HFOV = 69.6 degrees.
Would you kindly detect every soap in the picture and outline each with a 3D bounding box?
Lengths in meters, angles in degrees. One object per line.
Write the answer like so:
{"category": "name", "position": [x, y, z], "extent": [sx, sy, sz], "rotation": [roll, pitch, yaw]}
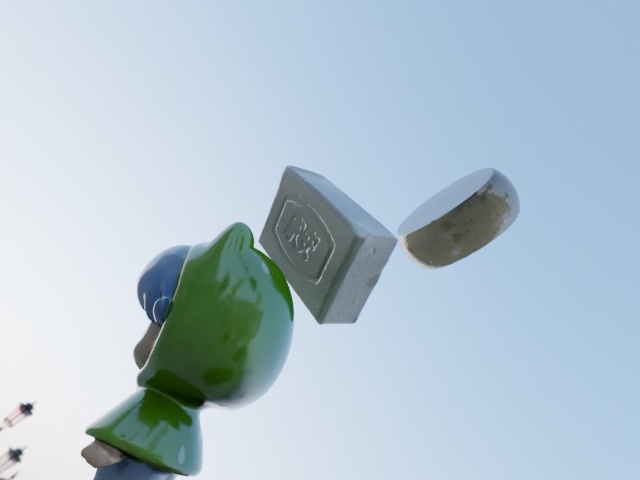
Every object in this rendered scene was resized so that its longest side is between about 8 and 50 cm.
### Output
{"category": "soap", "position": [0.000, 0.000, 0.554], "extent": [0.183, 0.064, 0.121], "rotation": [46, -61, 46]}

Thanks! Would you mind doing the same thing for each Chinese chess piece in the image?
{"category": "Chinese chess piece", "position": [0.292, -0.047, 0.992], "extent": [0.273, 0.273, 0.102], "rotation": [-31, -81, 42]}

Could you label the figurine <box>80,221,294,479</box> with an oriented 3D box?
{"category": "figurine", "position": [-0.113, 0.115, 0.404], "extent": [0.143, 0.263, 0.162], "rotation": [13, -26, 23]}
